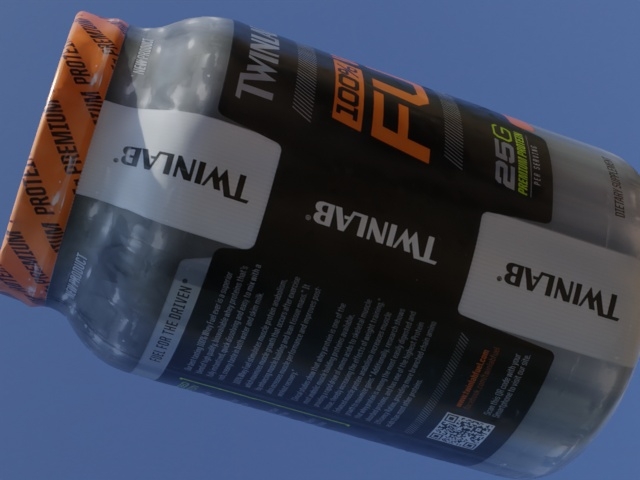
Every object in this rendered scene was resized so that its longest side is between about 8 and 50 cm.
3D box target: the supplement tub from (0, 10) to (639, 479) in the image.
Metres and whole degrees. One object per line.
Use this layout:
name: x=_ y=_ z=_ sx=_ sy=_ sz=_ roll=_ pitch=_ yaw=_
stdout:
supplement tub: x=0.000 y=0.000 z=0.670 sx=0.316 sy=0.193 sz=0.194 roll=17 pitch=-105 yaw=-13
